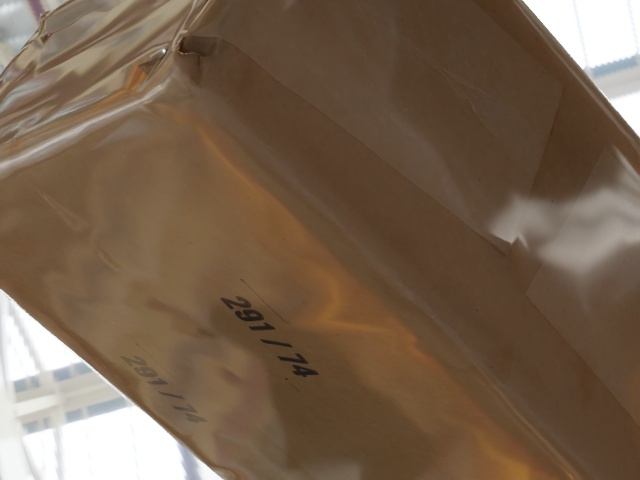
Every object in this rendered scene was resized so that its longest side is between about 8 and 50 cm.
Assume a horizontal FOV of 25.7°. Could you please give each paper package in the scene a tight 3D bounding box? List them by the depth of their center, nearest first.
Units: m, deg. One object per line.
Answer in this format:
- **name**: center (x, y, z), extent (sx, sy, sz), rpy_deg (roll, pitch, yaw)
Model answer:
- **paper package**: center (0.000, 0.000, 0.717), extent (0.325, 0.309, 0.168), rpy_deg (43, -122, -23)
